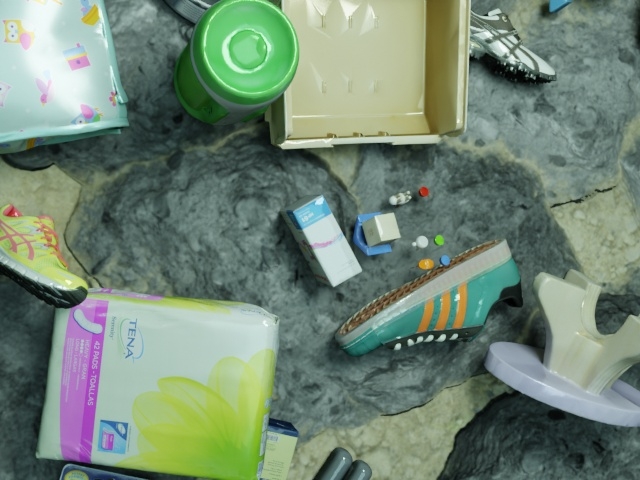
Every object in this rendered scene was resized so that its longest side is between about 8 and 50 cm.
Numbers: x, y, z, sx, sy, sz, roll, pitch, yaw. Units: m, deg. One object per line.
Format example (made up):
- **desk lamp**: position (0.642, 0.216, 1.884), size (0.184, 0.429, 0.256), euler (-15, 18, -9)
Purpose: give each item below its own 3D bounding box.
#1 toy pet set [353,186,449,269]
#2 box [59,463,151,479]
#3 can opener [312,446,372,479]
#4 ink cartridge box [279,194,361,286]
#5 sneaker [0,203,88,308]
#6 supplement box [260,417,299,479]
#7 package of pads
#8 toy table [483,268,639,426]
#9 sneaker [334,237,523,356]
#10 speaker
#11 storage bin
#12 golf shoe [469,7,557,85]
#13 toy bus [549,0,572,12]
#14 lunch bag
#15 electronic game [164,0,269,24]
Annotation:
- **toy pet set**: position (0.113, -0.007, 1.224), size (0.114, 0.065, 0.122), euler (-9, 79, -30)
- **box**: position (-0.318, 0.424, 1.146), size (0.136, 0.036, 0.225), euler (17, 90, -15)
- **can opener**: position (-0.019, 0.437, 1.202), size (0.074, 0.093, 0.280), euler (36, 79, -13)
- **ink cartridge box**: position (0.000, 0.000, 1.178), size (0.052, 0.088, 0.122), euler (-31, 100, -11)
- **sneaker**: position (-0.362, 0.010, 1.051), size (0.208, 0.081, 0.094), euler (27, 67, 26)
- **supplement box**: position (-0.085, 0.299, 1.189), size (0.083, 0.056, 0.083), euler (16, 89, -14)
- **package of pads**: position (-0.210, 0.184, 1.103), size (0.297, 0.101, 0.229), euler (8, 91, -1)
- **toy table**: position (0.396, 0.156, 1.225), size (0.274, 0.252, 0.160), euler (15, 105, -27)
- **sneaker**: position (0.171, 0.111, 1.219), size (0.302, 0.108, 0.121), euler (-27, 95, -13)
- **speaker**: position (-0.111, -0.214, 1.030), size (0.131, 0.296, 0.131), euler (-1, 93, -14)
- **storage bin**: position (0.059, -0.259, 1.142), size (0.262, 0.123, 0.260), euler (-4, 102, -18)
- **golf shoe**: position (0.275, -0.296, 1.241), size (0.198, 0.077, 0.094), euler (19, 88, -16)
- **toy bus**: position (0.399, -0.459, 1.248), size (0.104, 0.191, 0.202), euler (-23, 103, -56)
- **lunch bag**: position (-0.384, -0.224, 1.033), size (0.262, 0.160, 0.223), euler (-11, 95, -8)
- **electronic game**: position (-0.131, -0.405, 1.143), size (0.229, 0.048, 0.229), euler (-3, 101, -17)
